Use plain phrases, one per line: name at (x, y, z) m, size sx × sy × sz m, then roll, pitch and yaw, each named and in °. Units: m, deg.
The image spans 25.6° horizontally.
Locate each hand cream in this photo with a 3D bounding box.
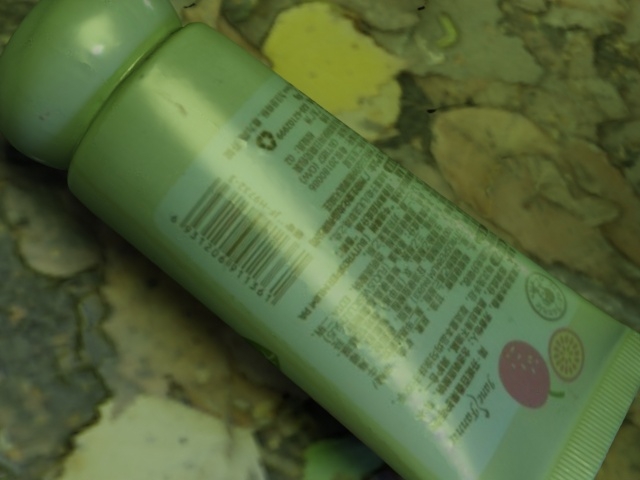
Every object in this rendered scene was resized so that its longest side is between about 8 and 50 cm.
hand cream at (0.000, 0.000, 0.604) m, size 0.305 × 0.093 × 0.147 m, roll 37°, pitch 51°, yaw 2°
